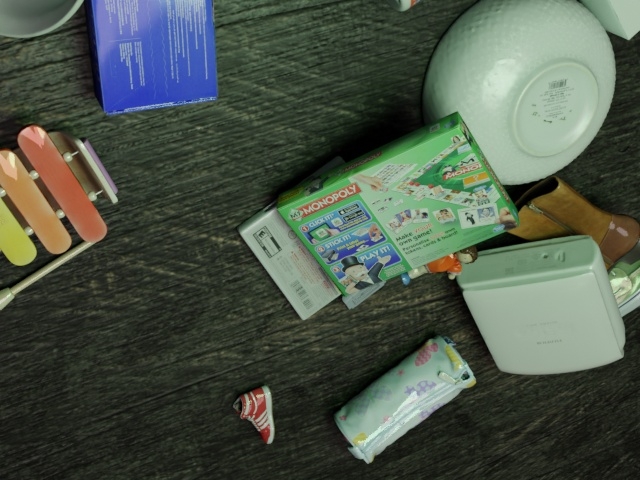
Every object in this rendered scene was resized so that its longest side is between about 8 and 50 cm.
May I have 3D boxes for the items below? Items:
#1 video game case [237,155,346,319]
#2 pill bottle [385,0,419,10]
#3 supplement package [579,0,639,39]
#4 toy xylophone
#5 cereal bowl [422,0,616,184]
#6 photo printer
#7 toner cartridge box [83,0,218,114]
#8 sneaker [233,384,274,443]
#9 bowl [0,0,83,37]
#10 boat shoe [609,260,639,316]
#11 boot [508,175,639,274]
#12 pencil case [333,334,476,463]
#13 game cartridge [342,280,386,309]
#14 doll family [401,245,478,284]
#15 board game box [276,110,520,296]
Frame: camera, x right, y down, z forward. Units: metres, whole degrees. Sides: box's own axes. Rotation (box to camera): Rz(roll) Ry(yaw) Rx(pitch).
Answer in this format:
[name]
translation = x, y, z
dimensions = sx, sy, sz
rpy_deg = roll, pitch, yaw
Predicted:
[video game case]
translation = 0.000, 0.000, 1.646
dimensions = 0.206, 0.026, 0.227
rpy_deg = -36, 126, -3
[pill bottle]
translation = 0.173, -0.440, 1.415
dimensions = 0.222, 0.124, 0.124
rpy_deg = -35, 126, -3
[supplement package]
translation = 0.516, -0.433, 1.594
dimensions = 0.179, 0.105, 0.105
rpy_deg = -41, 127, 0
[toy xylophone]
translation = -0.435, -0.020, 1.393
dimensions = 0.323, 0.081, 0.236
rpy_deg = -36, 127, -2
[cereal bowl]
translation = 0.345, -0.235, 1.606
dimensions = 0.339, 0.141, 0.338
rpy_deg = -11, 122, -19
[photo printer]
translation = 0.413, 0.135, 1.799
dimensions = 0.256, 0.107, 0.307
rpy_deg = -10, 135, 22
[toner cartridge box]
translation = -0.231, -0.350, 1.305
dimensions = 0.165, 0.075, 0.347
rpy_deg = -11, 122, -20
[sneaker]
translation = -0.120, 0.318, 1.758
dimensions = 0.067, 0.042, 0.118
rpy_deg = -14, 115, -23
[bowl]
translation = -0.346, -0.399, 1.148
dimensions = 0.134, 0.298, 0.297
rpy_deg = -46, 143, -52
[boat shoe]
translation = 0.559, 0.095, 1.916
dimensions = 0.302, 0.109, 0.094
rpy_deg = -47, 124, 9
[boot]
translation = 0.429, 0.021, 1.788
dimensions = 0.281, 0.096, 0.264
rpy_deg = 20, 137, -31
[pencil case]
translation = 0.157, 0.297, 1.828
dimensions = 0.273, 0.124, 0.113
rpy_deg = -36, 127, -2
[game cartridge]
translation = 0.076, 0.086, 1.722
dimensions = 0.083, 0.017, 0.056
rpy_deg = -37, 160, -2
[doll family]
translation = 0.178, -0.056, 1.637
dimensions = 0.163, 0.118, 0.263
rpy_deg = -18, 125, 21
[board game box]
translation = 0.121, -0.048, 1.540
dimensions = 0.317, 0.046, 0.213
rpy_deg = -23, 123, 21
